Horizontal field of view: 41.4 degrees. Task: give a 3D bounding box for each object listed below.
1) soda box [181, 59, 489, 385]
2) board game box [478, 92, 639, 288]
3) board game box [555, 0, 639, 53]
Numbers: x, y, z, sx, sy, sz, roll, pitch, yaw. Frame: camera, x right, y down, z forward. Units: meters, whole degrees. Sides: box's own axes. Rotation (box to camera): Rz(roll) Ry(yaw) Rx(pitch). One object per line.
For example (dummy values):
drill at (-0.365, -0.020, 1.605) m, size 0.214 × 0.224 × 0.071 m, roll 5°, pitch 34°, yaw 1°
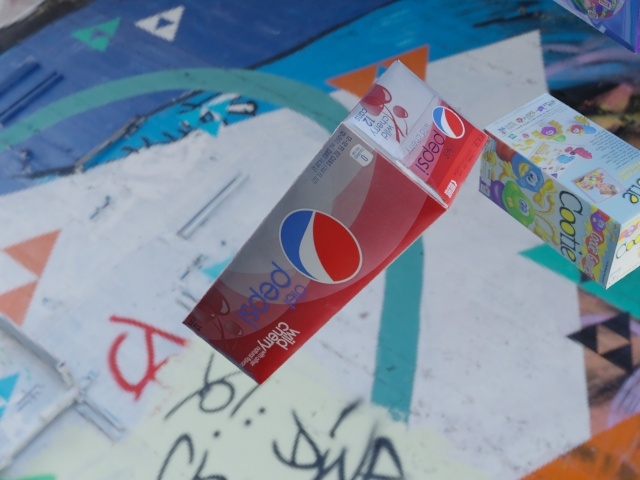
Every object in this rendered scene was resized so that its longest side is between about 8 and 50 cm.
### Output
soda box at (0.000, 0.000, 0.606) m, size 0.083 × 0.092 × 0.263 m, roll 39°, pitch -44°, yaw -3°
board game box at (0.392, -0.082, 1.304) m, size 0.275 × 0.144 × 0.142 m, roll 45°, pitch -25°, yaw 37°
board game box at (0.334, -0.425, 1.032) m, size 0.233 × 0.078 × 0.347 m, roll 48°, pitch -10°, yaw 33°
